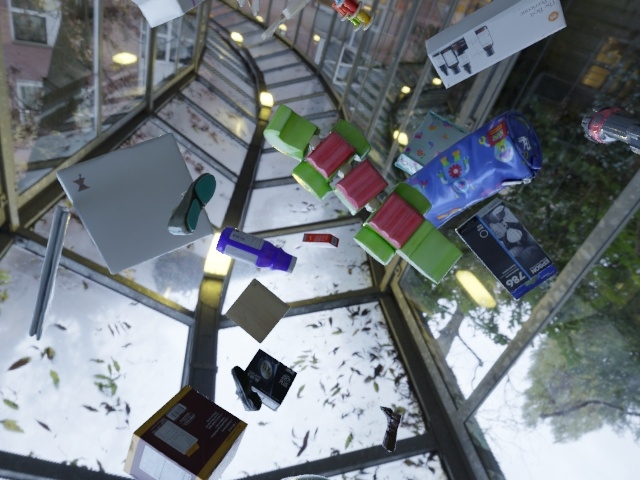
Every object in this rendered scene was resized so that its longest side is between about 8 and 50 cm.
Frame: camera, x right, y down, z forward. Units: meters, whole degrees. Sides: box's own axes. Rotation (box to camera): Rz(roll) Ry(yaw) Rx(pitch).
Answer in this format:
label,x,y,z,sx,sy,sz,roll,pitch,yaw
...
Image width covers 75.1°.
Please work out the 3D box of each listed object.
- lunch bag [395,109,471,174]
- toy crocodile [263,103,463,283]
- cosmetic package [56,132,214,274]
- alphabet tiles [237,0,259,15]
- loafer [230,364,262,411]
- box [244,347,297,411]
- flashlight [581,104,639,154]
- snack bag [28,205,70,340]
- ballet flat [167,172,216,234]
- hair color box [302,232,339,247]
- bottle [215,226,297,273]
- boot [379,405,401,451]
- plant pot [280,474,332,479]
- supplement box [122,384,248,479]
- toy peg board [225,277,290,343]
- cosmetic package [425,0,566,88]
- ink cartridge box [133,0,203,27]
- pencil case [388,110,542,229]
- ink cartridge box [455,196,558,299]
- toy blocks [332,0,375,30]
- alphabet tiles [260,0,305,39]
label,x,y,z,sx,sy,sz,roll,pitch,yaw
lunch bag,0.451,-0.317,1.559,0.262,0.223,0.160,32,172,2
toy crocodile,0.064,-0.069,0.605,0.340,0.115,0.105,44,180,0
cosmetic package,-0.582,-0.144,1.364,0.329,0.327,0.394,-24,-160,-14
alphabet tiles,-0.143,-0.498,0.558,0.011,0.342,0.285,-24,-91,-10
loafer,-0.257,0.491,1.366,0.170,0.061,0.062,65,-161,-4
box,-0.201,0.522,1.564,0.180,0.077,0.147,34,-137,1
flashlight,0.747,-0.260,1.003,0.103,0.103,0.304,-20,-158,14
snack bag,-0.716,0.068,1.118,0.037,0.323,0.342,11,178,-30
ballet flat,-0.319,-0.095,1.020,0.068,0.072,0.213,-5,-137,13
hair color box,0.000,0.000,1.735,0.141,0.043,0.072,1,162,37
bottle,-0.223,0.041,1.482,0.283,0.092,0.118,21,-160,-7
boot,0.200,0.572,1.266,0.037,0.114,0.106,15,174,-21
plant pot,0.007,0.791,1.147,0.293,0.196,0.293,43,-153,-29
supplement box,-0.315,0.491,0.996,0.194,0.129,0.191,27,-158,12
toy peg board,-0.210,0.238,1.438,0.161,0.160,0.079,39,-179,5
cosmetic package,0.342,-0.410,0.829,0.099,0.239,0.060,38,-138,-40
ink cartridge box,-0.317,-0.513,0.861,0.092,0.090,0.143,-8,-140,23
pencil case,0.275,-0.116,0.810,0.119,0.306,0.133,2,-115,-40
ink cartridge box,0.596,0.041,1.309,0.332,0.165,0.065,45,-164,-10
toy blocks,0.072,-0.665,1.184,0.148,0.054,0.123,27,-168,-27
alphabet tiles,-0.020,-0.544,0.913,0.021,0.278,0.284,45,-161,-22
